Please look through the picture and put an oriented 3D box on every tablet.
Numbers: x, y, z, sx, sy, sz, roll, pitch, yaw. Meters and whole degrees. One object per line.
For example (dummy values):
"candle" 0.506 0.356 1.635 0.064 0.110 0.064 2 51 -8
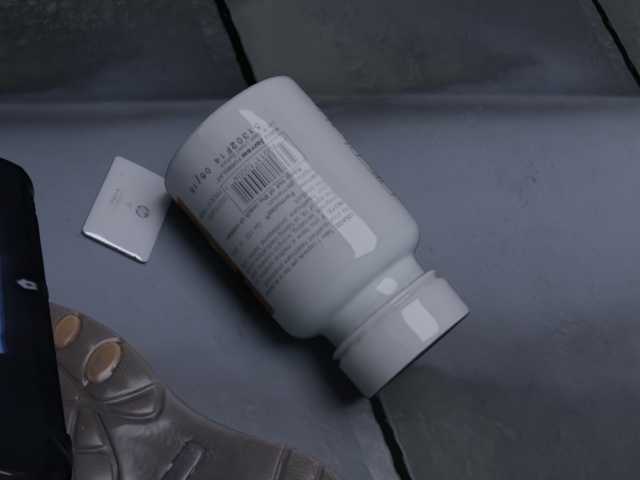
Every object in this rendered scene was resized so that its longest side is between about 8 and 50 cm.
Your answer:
"tablet" -0.145 -0.025 0.941 0.054 0.006 0.083 27 49 -13

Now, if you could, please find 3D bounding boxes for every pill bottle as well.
"pill bottle" 0.000 0.000 0.927 0.229 0.131 0.131 49 47 8

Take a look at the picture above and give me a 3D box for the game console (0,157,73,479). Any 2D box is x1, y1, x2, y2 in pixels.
"game console" -0.313 -0.004 0.670 0.342 0.060 0.386 13 22 -22

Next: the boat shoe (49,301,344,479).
"boat shoe" -0.119 0.148 0.765 0.324 0.116 0.123 31 61 16
